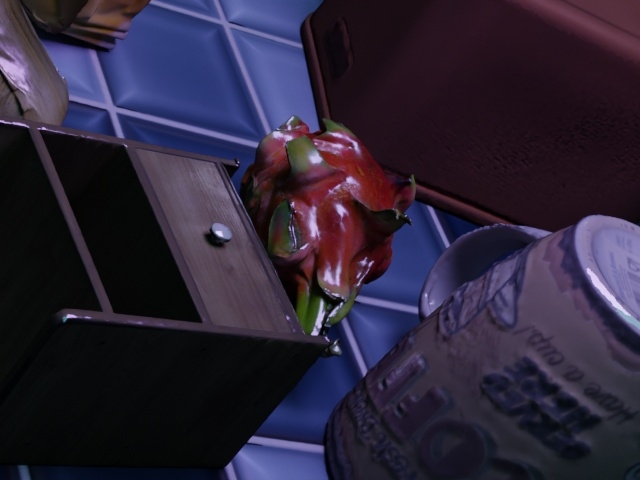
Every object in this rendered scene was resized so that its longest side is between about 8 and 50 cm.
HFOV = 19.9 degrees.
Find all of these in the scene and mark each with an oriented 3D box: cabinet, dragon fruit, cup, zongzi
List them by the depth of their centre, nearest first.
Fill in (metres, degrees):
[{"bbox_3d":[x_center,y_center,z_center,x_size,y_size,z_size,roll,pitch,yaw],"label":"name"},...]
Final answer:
[{"bbox_3d":[-0.138,0.036,1.198,0.215,0.148,0.175,9,43,-41],"label":"cabinet"},{"bbox_3d":[-0.240,-0.170,1.306,0.194,0.197,0.099,38,17,-10],"label":"zongzi"},{"bbox_3d":[0.162,0.088,1.343,0.227,0.257,0.301,23,34,-29],"label":"cup"},{"bbox_3d":[0.003,-0.002,1.399,0.135,0.137,0.236,18,28,-16],"label":"dragon fruit"}]

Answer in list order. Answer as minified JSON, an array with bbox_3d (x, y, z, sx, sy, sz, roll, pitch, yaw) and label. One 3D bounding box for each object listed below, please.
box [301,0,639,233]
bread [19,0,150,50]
[{"bbox_3d":[0.192,-0.170,1.718,0.339,0.229,0.239,21,35,-27],"label":"box"},{"bbox_3d":[-0.224,-0.287,1.526,0.107,0.136,0.241,-10,55,-51],"label":"bread"}]
